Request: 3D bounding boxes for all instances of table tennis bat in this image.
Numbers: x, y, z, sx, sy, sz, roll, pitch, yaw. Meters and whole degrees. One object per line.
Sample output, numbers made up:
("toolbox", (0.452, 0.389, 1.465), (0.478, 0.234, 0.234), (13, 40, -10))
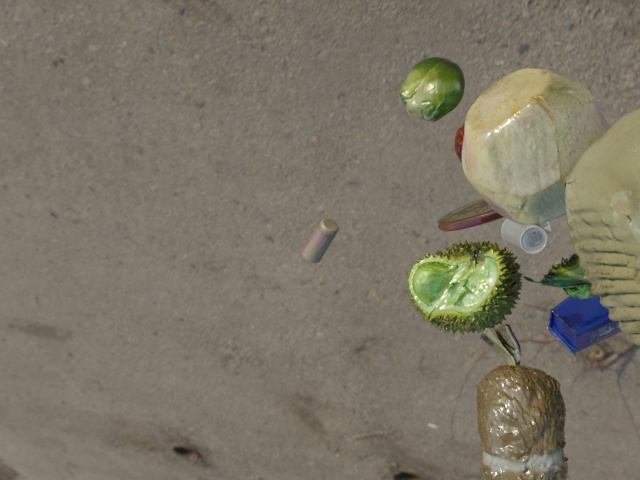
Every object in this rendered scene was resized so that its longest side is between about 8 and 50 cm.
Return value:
("table tennis bat", (0.480, -0.094, 1.764), (0.415, 0.268, 0.051), (-15, 99, 46))

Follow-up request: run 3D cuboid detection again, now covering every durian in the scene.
("durian", (0.643, 0.077, 1.717), (0.132, 0.375, 0.106), (59, 150, 29))
("durian", (0.315, 0.097, 1.486), (0.237, 0.177, 0.200), (-17, 80, 41))

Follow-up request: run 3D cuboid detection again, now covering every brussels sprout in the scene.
("brussels sprout", (0.267, -0.350, 1.630), (0.155, 0.155, 0.117), (-19, 165, 38))

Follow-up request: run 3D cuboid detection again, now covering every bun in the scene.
("bun", (0.443, 0.020, 0.787), (0.362, 0.235, 0.326), (57, 173, 27))

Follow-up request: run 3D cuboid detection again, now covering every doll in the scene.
("doll", (0.244, 0.212, 0.857), (0.105, 0.221, 0.115), (-3, 164, 18))

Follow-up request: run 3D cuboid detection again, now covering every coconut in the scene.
("coconut", (0.333, -0.136, 1.086), (0.197, 0.237, 0.237), (9, 140, 53))

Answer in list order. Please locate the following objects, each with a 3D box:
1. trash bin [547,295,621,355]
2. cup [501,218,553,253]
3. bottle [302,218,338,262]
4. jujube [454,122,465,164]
("trash bin", (0.771, 0.199, 1.996), (0.184, 0.235, 0.162), (53, 167, 42))
("cup", (0.462, -0.020, 1.538), (0.104, 0.116, 0.074), (-24, 102, 1))
("bottle", (0.000, 0.000, 1.438), (0.045, 0.045, 0.096), (29, 126, -3))
("jujube", (0.323, -0.154, 1.325), (0.112, 0.176, 0.109), (-13, 140, -10))
